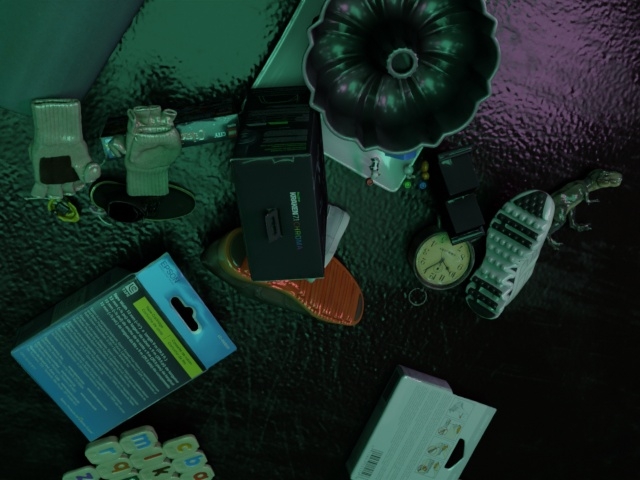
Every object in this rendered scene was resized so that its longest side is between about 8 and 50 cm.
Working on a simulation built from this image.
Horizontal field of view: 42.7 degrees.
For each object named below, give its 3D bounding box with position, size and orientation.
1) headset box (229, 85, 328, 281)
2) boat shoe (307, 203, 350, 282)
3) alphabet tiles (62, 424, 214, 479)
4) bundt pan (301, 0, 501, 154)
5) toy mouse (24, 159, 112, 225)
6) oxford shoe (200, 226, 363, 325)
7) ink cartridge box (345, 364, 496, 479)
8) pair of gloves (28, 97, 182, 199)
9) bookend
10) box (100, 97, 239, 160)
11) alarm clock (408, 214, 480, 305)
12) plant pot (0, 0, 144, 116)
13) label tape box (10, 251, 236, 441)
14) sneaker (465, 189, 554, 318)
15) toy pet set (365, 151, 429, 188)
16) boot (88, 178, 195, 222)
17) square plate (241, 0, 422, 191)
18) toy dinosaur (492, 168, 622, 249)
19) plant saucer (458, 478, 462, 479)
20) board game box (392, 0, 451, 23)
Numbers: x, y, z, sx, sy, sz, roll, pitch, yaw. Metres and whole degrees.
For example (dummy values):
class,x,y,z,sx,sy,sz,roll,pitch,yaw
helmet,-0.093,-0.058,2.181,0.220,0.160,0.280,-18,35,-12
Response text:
class,x,y,z,sx,sy,sz,roll,pitch,yaw
headset box,-0.062,-0.097,1.416,0.131,0.283,0.246,-3,126,4
boat shoe,0.000,0.000,1.568,0.063,0.184,0.066,33,146,-8
alphabet tiles,-0.373,0.486,1.697,0.278,0.021,0.284,-17,132,-2
bundt pan,0.126,-0.317,1.378,0.331,0.124,0.331,-3,121,-5
toy mouse,-0.440,-0.097,1.521,0.161,0.031,0.143,32,102,-19
oxford shoe,-0.068,0.076,1.617,0.363,0.132,0.130,30,62,-31
ink cartridge box,0.221,0.435,1.811,0.239,0.060,0.275,21,104,-17
pair of gloves,-0.347,-0.139,1.329,0.240,0.042,0.204,1,140,-22
bookend,0.268,-0.085,1.552,0.072,0.157,0.156,-18,81,-3
box,-0.262,-0.200,1.447,0.233,0.159,0.044,-11,111,-6
alarm clock,0.235,0.049,1.672,0.129,0.064,0.192,25,100,-17
plant pot,-0.433,-0.393,1.274,0.341,0.341,0.334,27,110,-18
label tape box,-0.377,0.193,1.595,0.347,0.115,0.249,-33,112,0
sneaker,0.393,0.021,1.649,0.118,0.110,0.292,-14,135,-44
toy pet set,0.156,-0.144,1.538,0.122,0.065,0.114,1,112,-12
boot,-0.310,-0.057,1.487,0.198,0.137,0.077,1,107,-27
square plate,0.082,-0.313,1.525,0.347,0.049,0.344,27,102,-18
toy dinosaur,0.495,-0.055,1.687,0.268,0.064,0.118,-24,109,4
plant saucer,0.283,0.617,1.903,0.168,0.029,0.168,-3,110,-9
board game box,0.170,-0.559,1.414,0.318,0.066,0.319,18,95,-15
